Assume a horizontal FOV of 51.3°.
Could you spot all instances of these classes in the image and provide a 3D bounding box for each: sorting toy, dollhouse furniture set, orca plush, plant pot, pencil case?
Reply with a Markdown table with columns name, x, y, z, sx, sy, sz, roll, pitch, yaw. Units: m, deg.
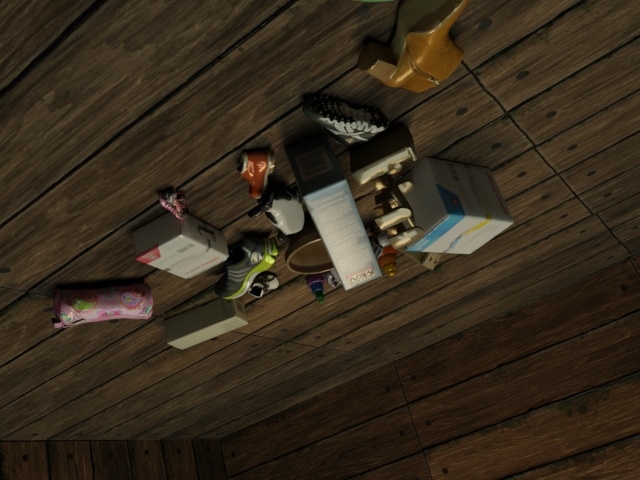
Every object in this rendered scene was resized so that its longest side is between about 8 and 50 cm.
| name | x | y | z | sx | sy | sz | roll | pitch | yaw |
| --- | --- | --- | --- | --- | --- | --- | --- | --- | --- |
| sorting toy | 0.119 | 0.116 | 2.277 | 0.365 | 0.126 | 0.127 | -27 | 153 | 19 |
| dollhouse furniture set | 0.352 | -0.018 | 2.193 | 0.184 | 0.129 | 0.129 | -58 | 154 | 3 |
| dollhouse furniture set | 0.205 | -0.147 | 1.715 | 0.161 | 0.212 | 0.242 | -25 | 126 | 19 |
| orca plush | -0.133 | -0.077 | 1.764 | 0.102 | 0.151 | 0.287 | 16 | -170 | 18 |
| plant pot | 0.000 | 0.000 | 1.992 | 0.237 | 0.110 | 0.237 | -14 | 155 | -6 |
| pencil case | -0.645 | 0.192 | 1.978 | 0.284 | 0.124 | 0.124 | -4 | 151 | -27 |

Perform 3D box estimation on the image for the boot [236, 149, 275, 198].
| name | x | y | z | sx | sy | sz | roll | pitch | yaw |
| --- | --- | --- | --- | --- | --- | --- | --- | --- | --- |
| boot | -0.169 | -0.162 | 1.635 | 0.084 | 0.059 | 0.158 | -3 | 143 | -20 |

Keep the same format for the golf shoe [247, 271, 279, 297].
| name | x | y | z | sx | sy | sz | roll | pitch | yaw |
| --- | --- | --- | --- | --- | --- | --- | --- | --- | --- |
| golf shoe | -0.202 | 0.152 | 2.193 | 0.077 | 0.094 | 0.198 | -32 | 152 | 26 |

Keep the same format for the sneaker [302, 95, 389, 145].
| name | x | y | z | sx | sy | sz | roll | pitch | yaw |
| --- | --- | --- | --- | --- | --- | --- | --- | --- | --- |
| sneaker | 0.044 | -0.264 | 1.529 | 0.234 | 0.078 | 0.106 | 3 | 146 | -39 |

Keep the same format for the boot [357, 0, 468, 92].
| name | x | y | z | sx | sy | sz | roll | pitch | yaw |
| --- | --- | --- | --- | --- | --- | --- | --- | --- | --- |
| boot | 0.235 | -0.411 | 1.346 | 0.211 | 0.104 | 0.295 | 2 | 154 | -43 |

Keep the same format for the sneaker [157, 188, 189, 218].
| name | x | y | z | sx | sy | sz | roll | pitch | yaw |
| --- | --- | --- | --- | --- | --- | --- | --- | --- | --- |
| sneaker | -0.356 | -0.095 | 1.673 | 0.057 | 0.047 | 0.119 | -33 | 153 | 6 |

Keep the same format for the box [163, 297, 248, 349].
| name | x | y | z | sx | sy | sz | roll | pitch | yaw |
| --- | --- | --- | --- | --- | --- | --- | --- | --- | --- |
| box | -0.402 | 0.287 | 2.340 | 0.275 | 0.094 | 0.113 | -21 | 154 | 10 |

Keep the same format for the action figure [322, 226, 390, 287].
| name | x | y | z | sx | sy | sz | roll | pitch | yaw |
| --- | --- | --- | --- | --- | --- | --- | --- | --- | --- |
| action figure | 0.138 | 0.051 | 2.122 | 0.285 | 0.099 | 0.185 | -36 | -172 | 38 |

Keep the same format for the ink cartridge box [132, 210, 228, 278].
| name | x | y | z | sx | sy | sz | roll | pitch | yaw |
| --- | --- | --- | --- | --- | --- | --- | --- | --- | --- |
| ink cartridge box | -0.377 | 0.013 | 1.813 | 0.158 | 0.092 | 0.218 | -26 | 151 | 18 |

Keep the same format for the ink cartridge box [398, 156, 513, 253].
| name | x | y | z | sx | sy | sz | roll | pitch | yaw |
| --- | --- | --- | --- | --- | --- | --- | --- | --- | --- |
| ink cartridge box | 0.373 | -0.094 | 1.927 | 0.270 | 0.198 | 0.197 | 4 | 147 | -35 |

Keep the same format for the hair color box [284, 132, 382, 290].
| name | x | y | z | sx | sy | sz | roll | pitch | yaw |
| --- | --- | --- | --- | --- | --- | --- | --- | --- | --- |
| hair color box | 0.038 | -0.063 | 1.681 | 0.113 | 0.185 | 0.374 | -22 | 137 | 1 |

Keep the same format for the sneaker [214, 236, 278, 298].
| name | x | y | z | sx | sy | sz | roll | pitch | yaw |
| --- | --- | --- | --- | --- | --- | --- | --- | --- | --- |
| sneaker | -0.253 | 0.075 | 2.020 | 0.121 | 0.111 | 0.300 | 16 | 135 | -33 |
